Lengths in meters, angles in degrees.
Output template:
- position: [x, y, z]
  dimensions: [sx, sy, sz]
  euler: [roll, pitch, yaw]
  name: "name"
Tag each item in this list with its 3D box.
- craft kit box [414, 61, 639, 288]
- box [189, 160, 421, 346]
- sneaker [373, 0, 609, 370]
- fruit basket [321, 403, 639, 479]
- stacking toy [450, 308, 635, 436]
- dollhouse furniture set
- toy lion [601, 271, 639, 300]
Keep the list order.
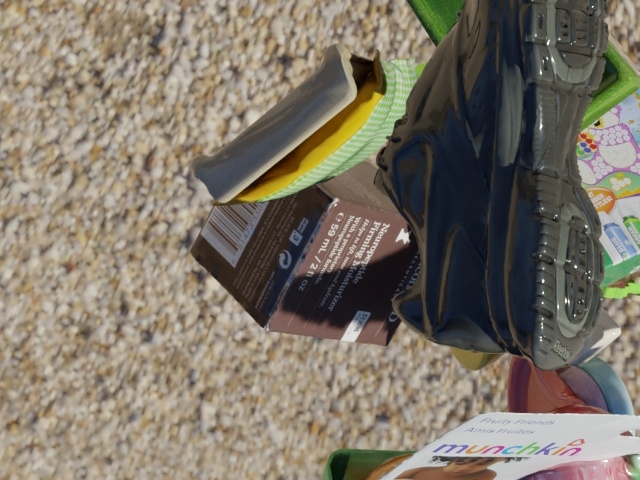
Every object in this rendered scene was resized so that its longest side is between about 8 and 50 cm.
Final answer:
- position: [0.217, -0.077, 1.181]
  dimensions: [0.246, 0.250, 0.061]
  euler: [54, 147, 21]
  name: "craft kit box"
- position: [0.000, 0.000, 1.469]
  dimensions: [0.203, 0.167, 0.168]
  euler: [12, 112, -45]
  name: "box"
- position: [0.092, -0.071, 0.755]
  dimensions: [0.130, 0.286, 0.109]
  euler: [1, 174, 35]
  name: "sneaker"
- position: [0.149, 0.215, 0.973]
  dimensions: [0.327, 0.165, 0.353]
  euler: [8, 152, -32]
  name: "fruit basket"
- position: [0.278, 0.097, 1.485]
  dimensions: [0.130, 0.309, 0.279]
  euler: [-8, 137, -22]
  name: "stacking toy"
- position: [0.079, -0.080, 0.976]
  dimensions: [0.301, 0.197, 0.151]
  euler: [-38, 80, 18]
  name: "dollhouse furniture set"
- position: [0.342, 0.044, 1.590]
  dimensions: [0.096, 0.100, 0.034]
  euler: [3, 111, -26]
  name: "toy lion"
